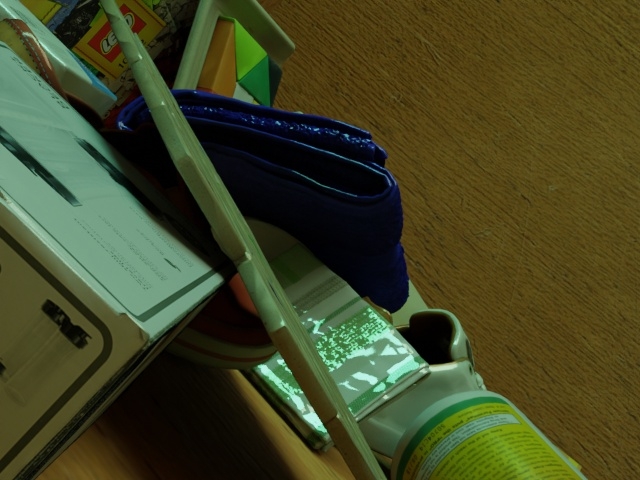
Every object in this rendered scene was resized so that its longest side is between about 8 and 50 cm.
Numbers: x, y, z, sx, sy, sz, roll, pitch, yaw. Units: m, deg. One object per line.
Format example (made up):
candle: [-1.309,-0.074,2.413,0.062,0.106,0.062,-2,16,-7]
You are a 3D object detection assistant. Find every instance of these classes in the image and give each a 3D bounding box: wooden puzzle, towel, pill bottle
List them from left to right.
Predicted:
wooden puzzle: [-0.101,-0.136,1.371,0.044,0.239,0.221,18,-7,21]
towel: [-0.031,-0.031,1.094,0.227,0.076,0.308,17,-17,12]
towel: [-0.007,0.076,0.944,0.152,0.113,0.023,43,-33,27]
pill bottle: [0.146,0.208,0.907,0.117,0.117,0.208,41,3,-39]

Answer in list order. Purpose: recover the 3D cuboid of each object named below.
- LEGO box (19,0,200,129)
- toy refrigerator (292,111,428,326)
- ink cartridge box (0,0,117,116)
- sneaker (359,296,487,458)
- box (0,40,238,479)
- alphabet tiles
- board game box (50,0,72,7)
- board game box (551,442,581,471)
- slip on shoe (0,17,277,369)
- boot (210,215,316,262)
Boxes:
LEGO box: [-0.336,-0.336,1.412,0.500,0.193,0.372,44,3,23]
toy refrigerator: [0.000,0.000,1.315,0.102,0.094,0.269,1,-51,58]
ink cartridge box: [-0.275,-0.170,0.969,0.231,0.078,0.134,44,2,8]
sneaker: [0.113,0.134,1.055,0.290,0.123,0.106,31,1,-41]
box: [-0.130,-0.006,0.482,0.169,0.087,0.290,44,2,-2]
alphabet tiles: [-0.034,0.016,0.695,0.285,0.011,0.342,62,-2,-34]
board game box: [-0.283,-0.233,0.616,0.233,0.078,0.347,32,9,20]
board game box: [0.128,0.175,1.271,0.259,0.039,0.124,36,-30,-21]
slip on shoe: [-0.111,-0.015,0.772,0.123,0.101,0.331,44,1,43]
boot: [-0.027,0.064,1.102,0.258,0.095,0.123,46,-10,-29]
